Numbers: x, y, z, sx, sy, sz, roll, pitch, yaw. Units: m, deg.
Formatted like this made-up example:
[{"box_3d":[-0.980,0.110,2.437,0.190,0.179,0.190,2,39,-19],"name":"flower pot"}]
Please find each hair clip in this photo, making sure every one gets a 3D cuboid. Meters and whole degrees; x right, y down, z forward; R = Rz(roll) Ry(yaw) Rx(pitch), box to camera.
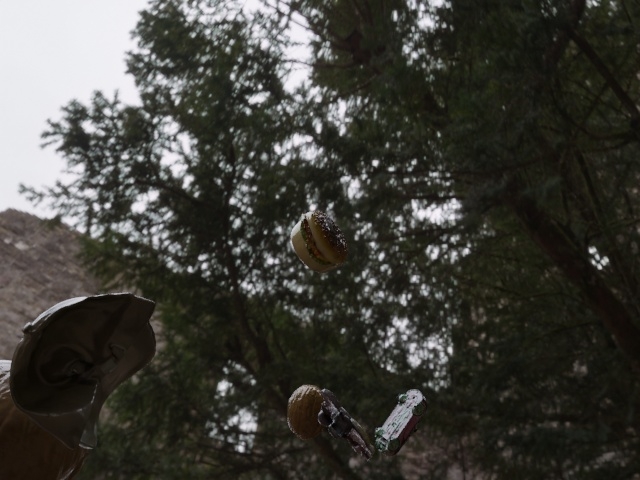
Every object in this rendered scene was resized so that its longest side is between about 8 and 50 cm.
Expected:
[{"box_3d":[0.047,0.364,1.318,0.146,0.056,0.187,42,-12,20],"name":"hair clip"}]

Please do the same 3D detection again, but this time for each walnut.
[{"box_3d":[-0.029,0.393,1.554,0.105,0.105,0.124,19,-99,-6],"name":"walnut"},{"box_3d":[-0.447,0.291,0.978,0.228,0.228,0.228,3,-56,5],"name":"walnut"}]

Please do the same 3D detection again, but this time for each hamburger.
[{"box_3d":[0.000,0.000,1.358,0.081,0.127,0.141,-36,-33,28],"name":"hamburger"}]

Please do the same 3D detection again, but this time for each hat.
[{"box_3d":[-0.265,0.140,0.744,0.144,0.166,0.173,36,-32,-15],"name":"hat"}]

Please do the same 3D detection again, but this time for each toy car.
[{"box_3d":[0.164,0.364,1.354,0.055,0.069,0.142,41,-100,-20],"name":"toy car"}]
